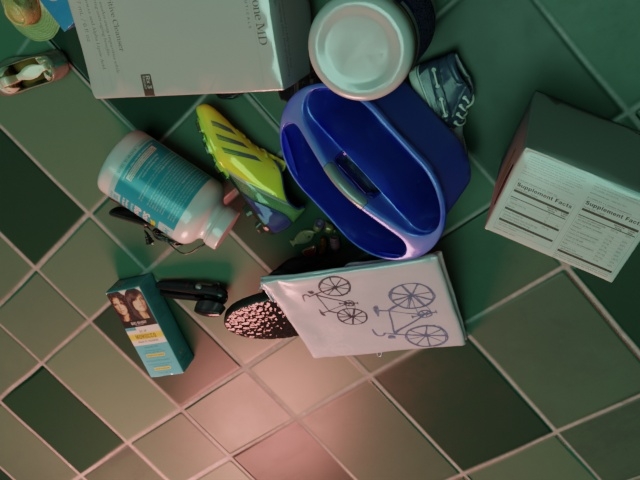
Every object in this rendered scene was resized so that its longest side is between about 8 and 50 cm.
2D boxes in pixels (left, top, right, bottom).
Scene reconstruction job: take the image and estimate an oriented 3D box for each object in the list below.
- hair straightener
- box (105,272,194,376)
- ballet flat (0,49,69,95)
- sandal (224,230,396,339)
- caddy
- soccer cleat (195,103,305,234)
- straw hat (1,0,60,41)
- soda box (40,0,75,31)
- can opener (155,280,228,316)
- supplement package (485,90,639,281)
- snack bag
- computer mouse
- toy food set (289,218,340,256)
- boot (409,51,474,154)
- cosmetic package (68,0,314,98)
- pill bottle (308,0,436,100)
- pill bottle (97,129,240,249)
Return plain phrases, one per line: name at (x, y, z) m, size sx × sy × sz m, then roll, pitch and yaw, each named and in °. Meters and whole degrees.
hair straightener at (-0.347, -0.029, 1.560) m, size 0.231 × 0.047 × 0.089 m, roll 19°, pitch 123°, yaw 3°
box at (-0.394, 0.200, 1.689) m, size 0.101 × 0.060 × 0.244 m, roll -12°, pitch 114°, yaw 25°
ballet flat at (-0.602, -0.334, 1.456) m, size 0.213 × 0.068 × 0.072 m, roll -10°, pitch 114°, yaw 24°
sandal at (0.001, 0.085, 1.455) m, size 0.446 × 0.107 × 0.167 m, roll -26°, pitch 136°, yaw 24°
caddy at (0.083, -0.125, 1.224) m, size 0.341 × 0.179 × 0.241 m, roll 47°, pitch 137°, yaw 3°
soccer cleat at (-0.136, -0.148, 1.403) m, size 0.121 × 0.093 × 0.289 m, roll -33°, pitch 101°, yaw 0°
straw hat at (-0.570, -0.446, 1.386) m, size 0.145 × 0.061 × 0.144 m, roll 9°, pitch 121°, yaw 15°
soda box at (-0.499, -0.496, 1.329) m, size 0.071 × 0.067 × 0.210 m, roll -28°, pitch 106°, yaw 30°
can opener at (-0.286, 0.116, 1.607) m, size 0.186 × 0.073 × 0.059 m, roll 12°, pitch 130°, yaw 23°
supplement package at (0.389, -0.095, 1.127) m, size 0.204 × 0.262 × 0.145 m, roll 24°, pitch 123°, yaw 6°
snack bag at (0.092, 0.136, 1.402) m, size 0.343 × 0.037 × 0.323 m, roll -9°, pitch 142°, yaw 17°
computer mouse at (-0.085, -0.282, 1.326) m, size 0.242 × 0.041 × 0.071 m, roll 5°, pitch 100°, yaw 25°
toy food set at (0.000, 0.000, 1.462) m, size 0.122 × 0.019 × 0.078 m, roll -36°, pitch 102°, yaw 32°
boot at (0.226, -0.219, 1.228) m, size 0.086 × 0.069 × 0.190 m, roll -18°, pitch 110°, yaw 33°
cosmetic package at (-0.216, -0.366, 1.235) m, size 0.385 × 0.156 × 0.217 m, roll 1°, pitch 116°, yaw 25°
pill bottle at (0.092, -0.322, 1.103) m, size 0.153 × 0.264 × 0.153 m, roll 9°, pitch 121°, yaw 16°
pill bottle at (-0.294, -0.092, 1.438) m, size 0.264 × 0.146 × 0.146 m, roll 34°, pitch 124°, yaw 0°
